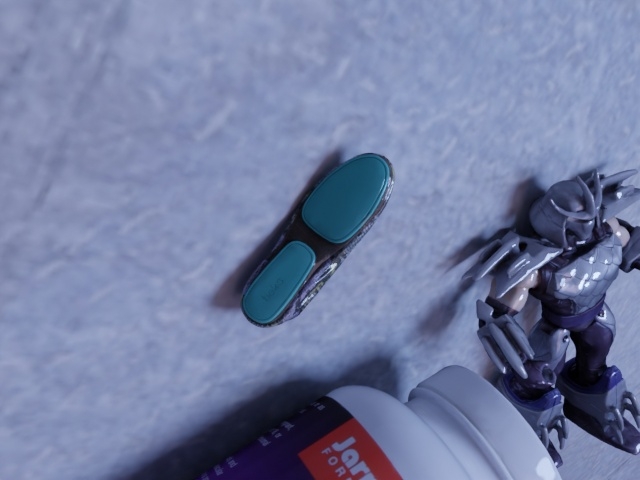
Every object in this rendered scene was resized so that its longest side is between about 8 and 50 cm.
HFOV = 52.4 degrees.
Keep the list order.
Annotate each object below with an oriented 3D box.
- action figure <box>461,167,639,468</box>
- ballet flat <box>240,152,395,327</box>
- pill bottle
[{"bbox_3d":[0.199,0.065,0.509,0.185,0.099,0.285,-23,128,-10],"label":"action figure"},{"bbox_3d":[0.000,0.000,0.360,0.114,0.041,0.041,-50,136,5],"label":"ballet flat"},{"bbox_3d":[-0.013,0.212,0.395,0.322,0.181,0.182,-30,134,-16],"label":"pill bottle"}]
